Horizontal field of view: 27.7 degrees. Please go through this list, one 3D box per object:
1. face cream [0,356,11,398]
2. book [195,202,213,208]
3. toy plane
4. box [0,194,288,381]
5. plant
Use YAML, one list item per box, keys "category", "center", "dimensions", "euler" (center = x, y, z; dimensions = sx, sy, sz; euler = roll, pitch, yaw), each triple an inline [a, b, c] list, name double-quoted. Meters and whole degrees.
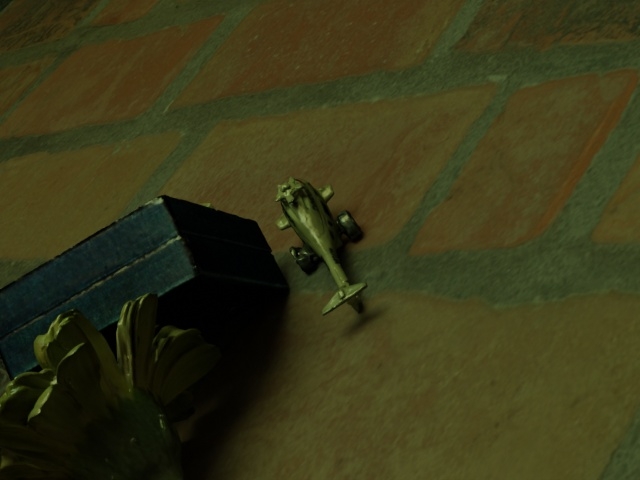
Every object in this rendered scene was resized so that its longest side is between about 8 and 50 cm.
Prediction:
- category: "face cream"
  center: [-0.495, 0.161, 1.787]
  dimensions: [0.111, 0.206, 0.206]
  euler: [-17, 34, 26]
- category: "book"
  center: [-0.216, -0.027, 1.950]
  dimensions: [0.111, 0.014, 0.077]
  euler: [2, 47, 51]
- category: "toy plane"
  center: [0.000, 0.000, 1.582]
  dimensions: [0.092, 0.108, 0.286]
  euler: [-33, 41, 6]
- category: "box"
  center: [-0.211, 0.068, 1.546]
  dimensions: [0.261, 0.116, 0.279]
  euler: [-31, -14, 14]
- category: "plant"
  center: [-0.221, 0.231, 1.358]
  dimensions: [0.261, 0.297, 0.306]
  euler: [-29, -9, 24]
